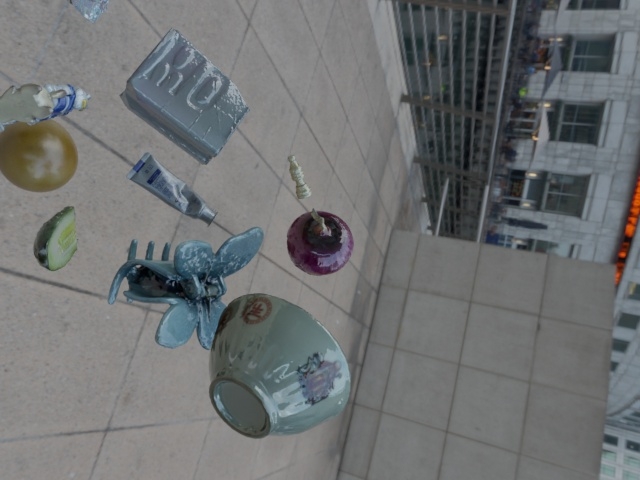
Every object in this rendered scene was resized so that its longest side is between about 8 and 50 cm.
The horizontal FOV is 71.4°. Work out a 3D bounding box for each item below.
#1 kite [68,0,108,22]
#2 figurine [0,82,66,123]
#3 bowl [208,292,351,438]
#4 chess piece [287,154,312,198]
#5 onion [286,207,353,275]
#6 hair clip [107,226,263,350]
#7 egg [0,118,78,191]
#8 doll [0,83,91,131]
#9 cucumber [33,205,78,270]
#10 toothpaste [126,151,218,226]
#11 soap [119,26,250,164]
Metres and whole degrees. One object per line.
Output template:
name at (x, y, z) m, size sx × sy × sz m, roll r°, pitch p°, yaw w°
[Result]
kite at (-0.746, -0.755, 1.317) m, size 0.230 × 0.016 × 0.127 m, roll 17°, pitch 107°, yaw -44°
figurine at (-0.374, -0.176, 0.571) m, size 0.050 × 0.084 × 0.047 m, roll -90°, pitch 171°, yaw -67°
bowl at (-0.122, 0.290, 0.908) m, size 0.157 × 0.338 × 0.336 m, roll -40°, pitch 137°, yaw -53°
chess piece at (-0.047, -0.135, 0.934) m, size 0.035 × 0.035 × 0.092 m, roll -54°, pitch 131°, yaw -51°
onion at (-0.001, 0.005, 1.158) m, size 0.177 × 0.153 × 0.177 m, roll 7°, pitch 76°, yaw -28°
hair clip at (-0.374, 0.118, 1.226) m, size 0.318 × 0.239 × 0.391 m, roll 6°, pitch 99°, yaw -62°
egg at (-1.010, -0.315, 1.591) m, size 0.250 × 0.322 × 0.250 m, roll -19°, pitch 141°, yaw -16°
doll at (-0.570, -0.294, 0.951) m, size 0.057 × 0.114 × 0.227 m, roll 46°, pitch 32°, yaw -10°
cucumber at (-0.345, 0.001, 0.571) m, size 0.107 × 0.035 × 0.067 m, roll -119°, pitch -145°, yaw -67°
toothpaste at (-0.422, -0.139, 1.302) m, size 0.266 × 0.061 × 0.096 m, roll 38°, pitch 70°, yaw -19°
soap at (-0.535, -0.578, 1.826) m, size 0.435 × 0.213 × 0.350 m, roll 40°, pitch 67°, yaw -20°
